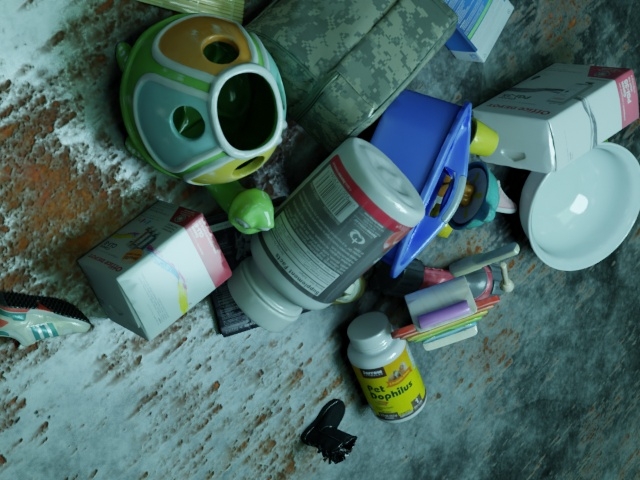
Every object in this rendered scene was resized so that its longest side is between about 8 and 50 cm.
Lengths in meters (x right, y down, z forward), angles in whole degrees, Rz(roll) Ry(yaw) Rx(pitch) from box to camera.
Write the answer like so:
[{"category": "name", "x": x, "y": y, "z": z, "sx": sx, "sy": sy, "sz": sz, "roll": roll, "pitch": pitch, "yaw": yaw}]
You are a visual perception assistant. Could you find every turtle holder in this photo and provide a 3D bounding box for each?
[{"category": "turtle holder", "x": -0.168, "y": -0.175, "z": 1.581, "sx": 0.243, "sy": 0.227, "sz": 0.321, "roll": 3, "pitch": 102, "yaw": -36}]

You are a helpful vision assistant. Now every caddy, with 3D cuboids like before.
[{"category": "caddy", "x": 0.166, "y": -0.103, "z": 1.876, "sx": 0.241, "sy": 0.179, "sz": 0.341, "roll": 55, "pitch": 59, "yaw": -80}]

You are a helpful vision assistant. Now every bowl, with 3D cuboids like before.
[{"category": "bowl", "x": 0.539, "y": -0.094, "z": 2.278, "sx": 0.297, "sy": 0.134, "sz": 0.298, "roll": -12, "pitch": 119, "yaw": -22}]

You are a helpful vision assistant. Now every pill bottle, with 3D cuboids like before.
[{"category": "pill bottle", "x": 0.000, "y": 0.000, "z": 1.694, "sx": 0.318, "sy": 0.176, "sz": 0.176, "roll": -44, "pitch": 135, "yaw": 19}, {"category": "pill bottle", "x": 0.125, "y": 0.244, "z": 2.044, "sx": 0.117, "sy": 0.117, "sz": 0.215, "roll": -41, "pitch": 125, "yaw": -26}]

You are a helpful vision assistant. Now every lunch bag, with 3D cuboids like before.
[{"category": "lunch bag", "x": 0.039, "y": -0.339, "z": 1.739, "sx": 0.256, "sy": 0.212, "sz": 0.305, "roll": 44, "pitch": 70, "yaw": -6}]

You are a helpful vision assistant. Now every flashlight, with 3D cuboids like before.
[{"category": "flashlight", "x": 0.244, "y": 0.076, "z": 2.112, "sx": 0.304, "sy": 0.103, "sz": 0.103, "roll": 10, "pitch": 96, "yaw": -43}]

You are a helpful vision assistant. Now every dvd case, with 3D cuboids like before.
[{"category": "dvd case", "x": -0.114, "y": 0.046, "z": 1.801, "sx": 0.164, "sy": 0.018, "sz": 0.221, "roll": -16, "pitch": 115, "yaw": -10}]

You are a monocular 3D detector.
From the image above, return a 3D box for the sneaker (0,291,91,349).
[{"category": "sneaker", "x": -0.426, "y": 0.127, "z": 1.579, "sx": 0.161, "sy": 0.057, "sz": 0.075, "roll": 16, "pitch": 108, "yaw": -44}]

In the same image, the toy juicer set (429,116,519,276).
[{"category": "toy juicer set", "x": 0.261, "y": -0.059, "z": 1.981, "sx": 0.089, "sy": 0.209, "sz": 0.329, "roll": 19, "pitch": 46, "yaw": -25}]

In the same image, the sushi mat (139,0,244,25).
[{"category": "sushi mat", "x": -0.234, "y": -0.431, "z": 1.601, "sx": 0.316, "sy": 0.019, "sz": 0.152, "roll": 6, "pitch": 99, "yaw": -42}]

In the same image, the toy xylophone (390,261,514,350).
[{"category": "toy xylophone", "x": 0.258, "y": 0.128, "z": 1.981, "sx": 0.322, "sy": 0.236, "sz": 0.081, "roll": 30, "pitch": 40, "yaw": -71}]

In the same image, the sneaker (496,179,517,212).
[{"category": "sneaker", "x": 0.370, "y": -0.098, "z": 2.207, "sx": 0.134, "sy": 0.051, "sz": 0.070, "roll": 7, "pitch": 103, "yaw": -38}]

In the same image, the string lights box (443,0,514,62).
[{"category": "string lights box", "x": 0.249, "y": -0.466, "z": 1.978, "sx": 0.259, "sy": 0.076, "sz": 0.133, "roll": 40, "pitch": 75, "yaw": -41}]

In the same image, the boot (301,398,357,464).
[{"category": "boot", "x": 0.031, "y": 0.365, "z": 2.008, "sx": 0.121, "sy": 0.099, "sz": 0.045, "roll": -43, "pitch": 128, "yaw": -24}]

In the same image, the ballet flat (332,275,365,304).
[{"category": "ballet flat", "x": 0.016, "y": 0.080, "z": 1.932, "sx": 0.232, "sy": 0.073, "sz": 0.080, "roll": 16, "pitch": 94, "yaw": -43}]

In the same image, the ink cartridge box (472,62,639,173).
[{"category": "ink cartridge box", "x": 0.481, "y": -0.256, "z": 2.153, "sx": 0.283, "sy": 0.207, "sz": 0.117, "roll": -31, "pitch": 120, "yaw": -32}]

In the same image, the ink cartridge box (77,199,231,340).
[{"category": "ink cartridge box", "x": -0.259, "y": 0.044, "z": 1.642, "sx": 0.176, "sy": 0.128, "sz": 0.127, "roll": -40, "pitch": 125, "yaw": -26}]

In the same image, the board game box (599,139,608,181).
[{"category": "board game box", "x": 0.606, "y": -0.180, "z": 2.364, "sx": 0.043, "sy": 0.092, "sz": 0.181, "roll": -41, "pitch": 126, "yaw": -24}]
